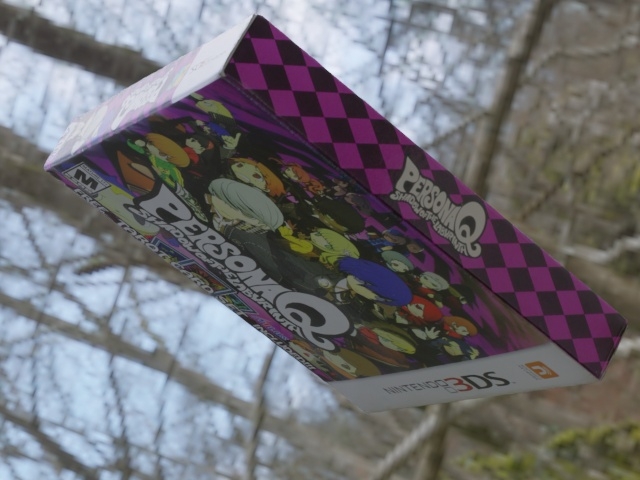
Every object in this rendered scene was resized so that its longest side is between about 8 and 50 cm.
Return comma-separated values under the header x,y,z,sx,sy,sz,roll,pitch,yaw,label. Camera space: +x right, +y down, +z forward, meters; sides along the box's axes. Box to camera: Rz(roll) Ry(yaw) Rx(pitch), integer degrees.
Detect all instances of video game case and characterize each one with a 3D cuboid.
x,y,z,sx,sy,sz,roll,pitch,yaw,label
0.000,0.000,0.846,0.232,0.210,0.041,39,-116,-19,video game case
